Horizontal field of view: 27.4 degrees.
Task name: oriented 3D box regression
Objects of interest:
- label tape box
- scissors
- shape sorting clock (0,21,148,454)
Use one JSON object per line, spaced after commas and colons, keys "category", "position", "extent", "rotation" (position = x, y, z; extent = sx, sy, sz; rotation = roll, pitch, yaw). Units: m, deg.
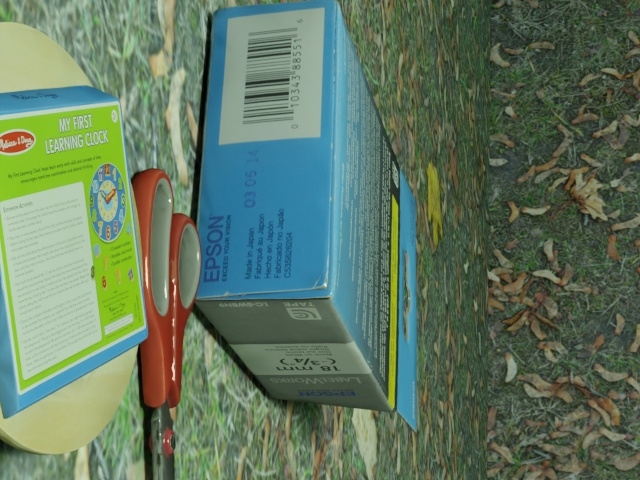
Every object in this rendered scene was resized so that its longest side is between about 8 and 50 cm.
{"category": "label tape box", "position": [0.000, 0.000, 1.066], "extent": [0.333, 0.106, 0.240], "rotation": [62, 28, -62]}
{"category": "scissors", "position": [-0.102, 0.104, 0.804], "extent": [0.109, 0.021, 0.297], "rotation": [59, 31, -68]}
{"category": "shape sorting clock", "position": [-0.135, -0.001, 0.628], "extent": [0.206, 0.040, 0.206], "rotation": [-3, 90, -73]}
